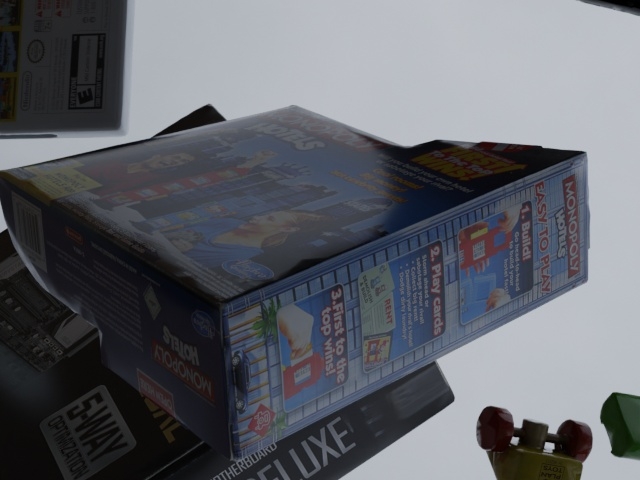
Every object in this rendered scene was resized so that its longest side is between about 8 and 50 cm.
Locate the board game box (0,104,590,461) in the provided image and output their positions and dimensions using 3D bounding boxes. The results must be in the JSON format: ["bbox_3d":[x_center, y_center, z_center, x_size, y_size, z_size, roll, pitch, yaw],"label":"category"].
[{"bbox_3d":[0.000,0.000,0.640,0.194,0.194,0.060,27,-55,54],"label":"board game box"}]

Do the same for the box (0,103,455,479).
[{"bbox_3d":[-0.099,0.061,0.937,0.242,0.076,0.307,-33,-146,-6],"label":"box"}]

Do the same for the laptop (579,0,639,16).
[{"bbox_3d":[0.156,-0.270,0.858,0.234,0.264,0.136,17,-131,14],"label":"laptop"}]

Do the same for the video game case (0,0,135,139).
[{"bbox_3d":[-0.240,-0.186,1.214,0.206,0.026,0.226,-1,-101,10],"label":"video game case"}]

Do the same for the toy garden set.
[{"bbox_3d":[0.199,0.199,0.948,0.049,0.204,0.244,-58,-149,38],"label":"toy garden set"}]
